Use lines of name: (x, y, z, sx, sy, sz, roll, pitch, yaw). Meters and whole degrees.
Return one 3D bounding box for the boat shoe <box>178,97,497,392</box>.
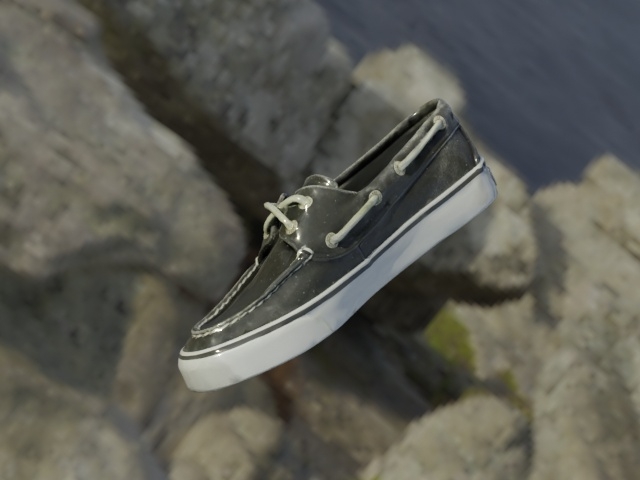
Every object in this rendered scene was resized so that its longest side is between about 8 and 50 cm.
boat shoe: (0.000, 0.000, 1.039, 0.219, 0.078, 0.070, -38, 108, -27)
